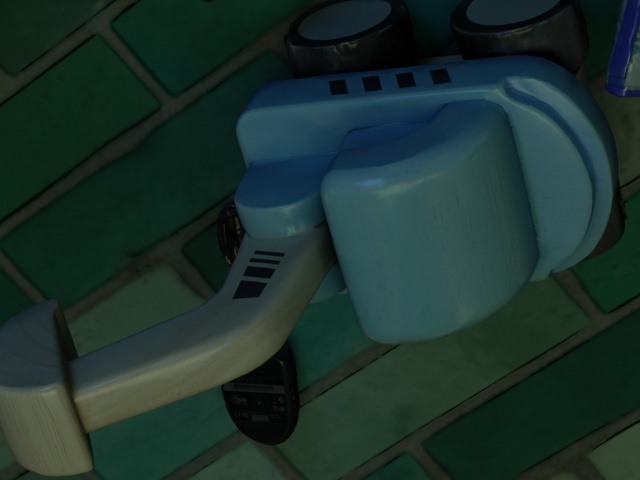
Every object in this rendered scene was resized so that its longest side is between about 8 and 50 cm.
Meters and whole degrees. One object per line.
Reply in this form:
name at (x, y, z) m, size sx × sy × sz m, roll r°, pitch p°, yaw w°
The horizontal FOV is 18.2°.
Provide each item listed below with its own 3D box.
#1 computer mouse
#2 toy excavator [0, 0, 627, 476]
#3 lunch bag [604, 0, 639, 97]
computer mouse at (-0.057, 0.076, 1.810) m, size 0.071 × 0.041 × 0.242 m, roll 5°, pitch 115°, yaw 19°
toy excavator at (0.000, 0.000, 1.533) m, size 0.433 × 0.445 × 0.222 m, roll -5°, pitch 119°, yaw 19°
lunch bag at (0.283, -0.187, 1.571) m, size 0.096 × 0.151 × 0.129 m, roll 28°, pitch 124°, yaw 35°
